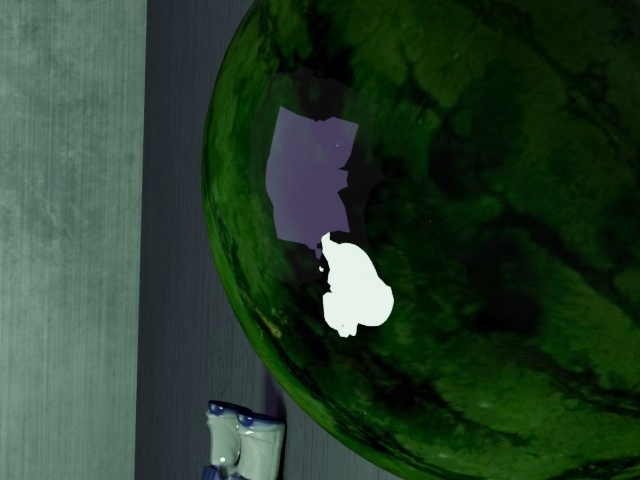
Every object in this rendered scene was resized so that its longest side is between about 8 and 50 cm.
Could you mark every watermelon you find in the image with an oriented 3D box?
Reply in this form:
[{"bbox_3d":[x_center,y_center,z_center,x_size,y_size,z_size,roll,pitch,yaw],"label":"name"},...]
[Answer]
[{"bbox_3d":[0.074,-0.021,0.735,0.242,0.242,0.242,-179,90,-79],"label":"watermelon"}]

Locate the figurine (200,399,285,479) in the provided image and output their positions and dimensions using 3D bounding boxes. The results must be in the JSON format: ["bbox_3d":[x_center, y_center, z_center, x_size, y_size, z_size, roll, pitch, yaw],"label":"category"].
[{"bbox_3d":[-0.104,0.295,1.871,0.194,0.133,0.274,-12,76,35],"label":"figurine"}]
